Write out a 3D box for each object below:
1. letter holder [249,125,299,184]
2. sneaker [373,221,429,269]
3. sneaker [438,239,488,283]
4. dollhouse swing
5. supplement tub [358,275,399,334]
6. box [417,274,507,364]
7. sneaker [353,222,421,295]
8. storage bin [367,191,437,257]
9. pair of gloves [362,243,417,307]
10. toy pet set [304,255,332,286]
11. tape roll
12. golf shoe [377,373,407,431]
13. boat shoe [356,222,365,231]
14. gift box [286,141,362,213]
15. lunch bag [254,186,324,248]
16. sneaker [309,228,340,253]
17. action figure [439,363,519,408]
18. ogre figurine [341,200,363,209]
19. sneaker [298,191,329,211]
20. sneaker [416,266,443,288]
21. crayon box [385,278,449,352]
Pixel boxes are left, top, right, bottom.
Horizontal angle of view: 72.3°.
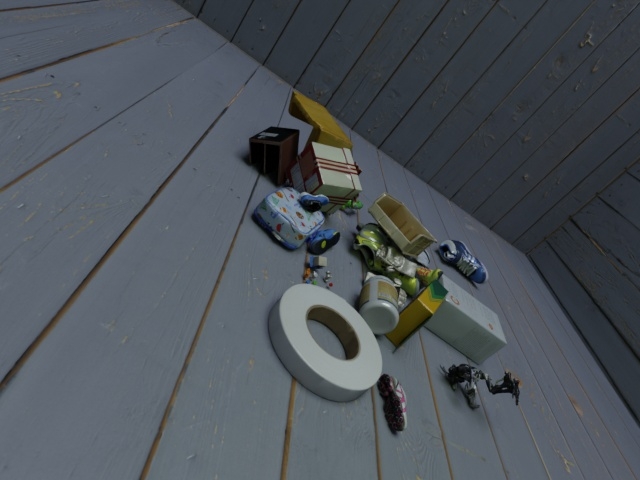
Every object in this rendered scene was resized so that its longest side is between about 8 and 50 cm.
[{"bbox_3d":[-0.214,-0.398,2.067,0.152,0.214,0.302,9,26,9],"label":"letter holder"},{"bbox_3d":[0.399,0.053,2.139,0.366,0.137,0.210,36,24,-14],"label":"sneaker"},{"bbox_3d":[0.832,0.133,2.615,0.236,0.130,0.323,-3,53,-41],"label":"sneaker"},{"bbox_3d":[-0.055,-0.490,2.199,0.315,0.305,0.347,12,39,-45],"label":"dollhouse swing"},{"bbox_3d":[0.214,0.233,1.616,0.144,0.144,0.200,35,27,-10],"label":"supplement tub"},{"bbox_3d":[0.616,0.344,1.938,0.345,0.168,0.215,36,27,-9],"label":"box"},{"bbox_3d":[0.290,0.107,1.964,0.147,0.145,0.385,-40,86,-28],"label":"sneaker"},{"bbox_3d":[0.366,-0.066,1.978,0.262,0.123,0.260,53,18,24],"label":"storage bin"},{"bbox_3d":[0.301,0.143,1.845,0.204,0.042,0.240,34,61,-9],"label":"pair of gloves"},{"bbox_3d":[-0.020,0.114,1.620,0.122,0.065,0.114,13,72,-37],"label":"toy pet set"},{"bbox_3d":[0.021,0.300,1.347,0.392,0.072,0.392,30,29,-18],"label":"tape roll"},{"bbox_3d":[0.237,0.492,1.331,0.086,0.067,0.186,29,28,-24],"label":"golf shoe"},{"bbox_3d":[0.248,0.010,2.088,0.228,0.069,0.081,44,25,7],"label":"boat shoe"},{"bbox_3d":[0.024,-0.253,1.980,0.258,0.255,0.276,2,68,-38],"label":"gift box"},{"bbox_3d":[-0.114,-0.088,1.729,0.243,0.115,0.303,43,26,1],"label":"lunch bag"},{"bbox_3d":[0.000,0.000,1.805,0.082,0.069,0.209,20,25,25],"label":"sneaker"},{"bbox_3d":[0.569,0.529,1.600,0.164,0.275,0.141,47,53,-46],"label":"action figure"},{"bbox_3d":[0.129,-0.212,2.253,0.197,0.097,0.118,47,13,-10],"label":"ogre figurine"},{"bbox_3d":[-0.012,-0.146,1.771,0.152,0.058,0.085,10,36,-46],"label":"sneaker"},{"bbox_3d":[0.464,0.158,1.959,0.081,0.208,0.094,-42,90,-27],"label":"sneaker"},{"bbox_3d":[0.361,0.278,1.670,0.083,0.203,0.323,45,27,12],"label":"crayon box"}]
